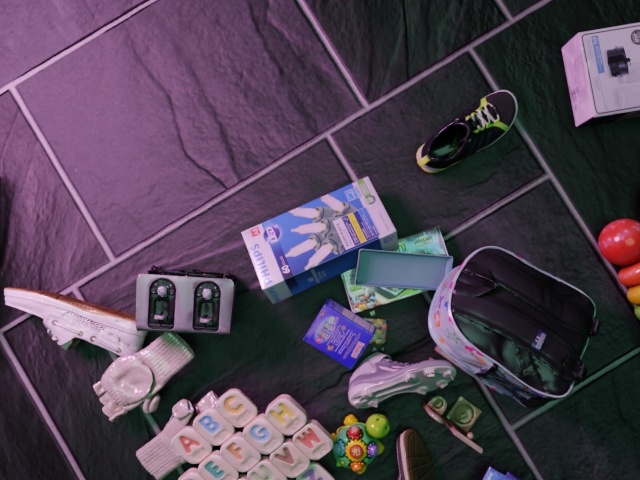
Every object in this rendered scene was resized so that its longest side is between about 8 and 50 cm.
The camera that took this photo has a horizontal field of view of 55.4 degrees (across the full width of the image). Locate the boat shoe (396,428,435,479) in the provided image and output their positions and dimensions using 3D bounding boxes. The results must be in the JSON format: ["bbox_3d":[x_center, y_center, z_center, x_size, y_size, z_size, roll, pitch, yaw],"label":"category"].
[{"bbox_3d":[0.171,0.467,1.126,0.073,0.080,0.223,-28,69,41],"label":"boat shoe"}]

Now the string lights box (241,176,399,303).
[{"bbox_3d":[0.000,0.000,1.133,0.260,0.077,0.133,-24,61,-1],"label":"string lights box"}]

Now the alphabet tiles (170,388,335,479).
[{"bbox_3d":[-0.121,0.409,1.113,0.284,0.021,0.278,-41,102,10],"label":"alphabet tiles"}]

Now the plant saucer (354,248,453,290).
[{"bbox_3d":[0.151,0.054,1.105,0.192,0.018,0.067,5,97,-21],"label":"plant saucer"}]

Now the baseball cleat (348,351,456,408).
[{"bbox_3d":[0.142,0.237,1.112,0.206,0.109,0.072,-20,125,15],"label":"baseball cleat"}]

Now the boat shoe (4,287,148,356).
[{"bbox_3d":[-0.467,0.159,1.143,0.277,0.098,0.096,17,86,1],"label":"boat shoe"}]

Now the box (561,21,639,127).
[{"bbox_3d":[0.628,-0.326,1.156,0.290,0.087,0.169,-8,87,0],"label":"box"}]

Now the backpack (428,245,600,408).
[{"bbox_3d":[0.320,0.143,1.072,0.253,0.191,0.225,33,64,-4],"label":"backpack"}]

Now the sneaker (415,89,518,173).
[{"bbox_3d":[0.283,-0.202,1.149,0.235,0.097,0.084,-38,87,-1],"label":"sneaker"}]

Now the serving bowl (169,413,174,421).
[{"bbox_3d":[-0.245,0.351,1.160,0.083,0.027,0.083,0,98,3],"label":"serving bowl"}]

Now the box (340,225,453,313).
[{"bbox_3d":[0.143,0.057,1.168,0.207,0.036,0.114,-18,86,0],"label":"box"}]

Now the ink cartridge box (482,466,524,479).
[{"bbox_3d":[0.400,0.564,1.124,0.311,0.065,0.185,29,89,0],"label":"ink cartridge box"}]

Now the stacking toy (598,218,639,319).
[{"bbox_3d":[0.629,0.106,1.116,0.141,0.141,0.330,-28,83,-1],"label":"stacking toy"}]

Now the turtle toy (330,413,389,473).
[{"bbox_3d":[0.076,0.374,1.137,0.095,0.066,0.130,43,88,3],"label":"turtle toy"}]

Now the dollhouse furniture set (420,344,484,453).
[{"bbox_3d":[0.260,0.268,1.111,0.144,0.123,0.151,35,88,2],"label":"dollhouse furniture set"}]

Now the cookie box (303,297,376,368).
[{"bbox_3d":[0.036,0.175,1.145,0.107,0.040,0.092,32,114,3],"label":"cookie box"}]

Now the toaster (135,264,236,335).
[{"bbox_3d":[-0.241,0.107,1.111,0.168,0.186,0.110,5,90,-7],"label":"toaster"}]

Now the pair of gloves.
[{"bbox_3d":[-0.290,0.306,1.121,0.204,0.042,0.240,-32,94,6],"label":"pair of gloves"}]

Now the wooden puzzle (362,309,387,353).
[{"bbox_3d":[0.104,0.176,1.177,0.049,0.006,0.083,4,87,1],"label":"wooden puzzle"}]
